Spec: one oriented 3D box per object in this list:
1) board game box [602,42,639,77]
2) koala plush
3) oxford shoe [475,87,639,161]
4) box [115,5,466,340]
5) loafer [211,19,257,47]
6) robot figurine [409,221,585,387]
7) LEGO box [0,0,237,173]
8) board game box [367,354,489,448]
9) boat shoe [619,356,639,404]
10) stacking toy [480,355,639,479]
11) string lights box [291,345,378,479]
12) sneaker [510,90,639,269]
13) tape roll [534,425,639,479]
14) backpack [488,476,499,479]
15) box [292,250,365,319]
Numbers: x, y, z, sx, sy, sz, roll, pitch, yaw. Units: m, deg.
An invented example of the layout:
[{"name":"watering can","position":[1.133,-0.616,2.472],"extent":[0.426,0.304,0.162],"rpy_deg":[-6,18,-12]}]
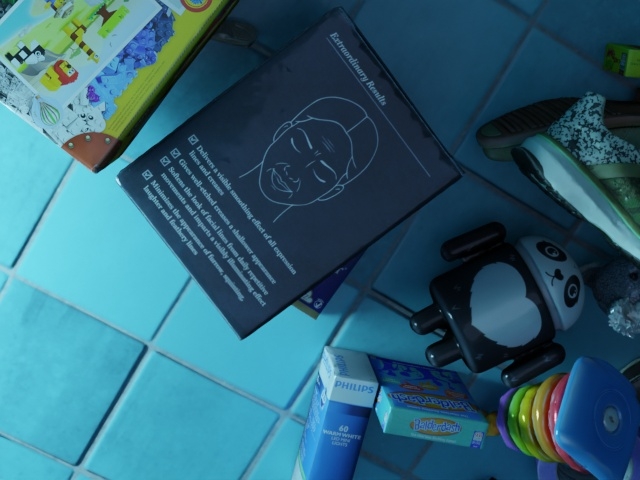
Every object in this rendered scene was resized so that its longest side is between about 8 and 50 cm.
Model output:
[{"name":"board game box","position":[0.544,-0.274,1.721],"extent":[0.181,0.092,0.043],"rpy_deg":[4,106,-8]},{"name":"koala plush","position":[0.537,0.067,1.775],"extent":[0.221,0.196,0.203],"rpy_deg":[-17,128,-6]},{"name":"oxford shoe","position":[0.440,-0.146,1.725],"extent":[0.397,0.140,0.146],"rpy_deg":[-6,114,-3]},{"name":"box","position":[-0.043,-0.100,1.610],"extent":[0.395,0.212,0.293],"rpy_deg":[-36,96,4]},{"name":"loafer","position":[-0.158,-0.314,1.648],"extent":[0.125,0.039,0.045],"rpy_deg":[16,70,-8]},{"name":"robot figurine","position":[0.281,0.103,1.754],"extent":[0.278,0.173,0.209],"rpy_deg":[-26,126,1]},{"name":"LEGO box","position":[-0.290,-0.405,1.501],"extent":[0.372,0.193,0.500],"rpy_deg":[37,98,-7]},{"name":"board game box","position":[0.162,0.254,1.765],"extent":[0.160,0.210,0.047],"rpy_deg":[11,105,-11]},{"name":"boat shoe","position":[0.600,0.230,1.887],"extent":[0.228,0.068,0.081],"rpy_deg":[-26,108,1]},{"name":"stacking toy","position":[0.349,0.293,1.790],"extent":[0.175,0.302,0.165],"rpy_deg":[40,59,-27]},{"name":"string lights box","position":[0.018,0.319,1.805],"extent":[0.077,0.133,0.259],"rpy_deg":[12,105,-10]},{"name":"sneaker","position":[0.481,-0.060,1.587],"extent":[0.410,0.158,0.182],"rpy_deg":[38,96,-5]},{"name":"tape roll","position":[0.460,0.366,1.883],"extent":[0.189,0.080,0.189],"rpy_deg":[2,115,3]},{"name":"backpack","position":[0.283,0.488,1.907],"extent":[0.084,0.105,0.114],"rpy_deg":[-18,110,22]},{"name":"box","position":[0.000,0.000,1.762],"extent":[0.136,0.036,0.225],"rpy_deg":[33,98,-15]}]
